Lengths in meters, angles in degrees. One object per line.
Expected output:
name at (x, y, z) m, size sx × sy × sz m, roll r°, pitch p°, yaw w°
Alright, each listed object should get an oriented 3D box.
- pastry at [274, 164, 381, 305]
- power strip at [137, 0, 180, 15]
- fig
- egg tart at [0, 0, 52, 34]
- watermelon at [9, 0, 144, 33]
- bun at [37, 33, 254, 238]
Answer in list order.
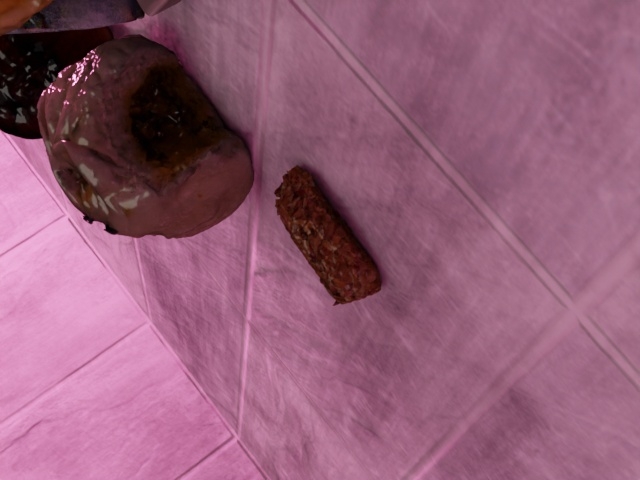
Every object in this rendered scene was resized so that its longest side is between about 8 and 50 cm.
pastry at (0.000, -0.001, 1.151) m, size 0.169 × 0.063 × 0.087 m, roll 54°, pitch 165°, yaw 0°
power strip at (-0.142, -0.292, 0.997) m, size 0.098 × 0.058 × 0.338 m, roll 58°, pitch 163°, yaw -10°
fig at (-0.402, -0.262, 1.473) m, size 0.263 × 0.224 × 0.224 m, roll 49°, pitch 163°, yaw 38°
egg tart at (-0.375, -0.372, 0.886) m, size 0.443 × 0.443 × 0.178 m, roll 60°, pitch -164°, yaw -17°
watermelon at (-0.377, -0.351, 1.246) m, size 0.322 × 0.188 × 0.175 m, roll 17°, pitch 122°, yaw 38°
bun at (-0.235, -0.113, 1.323) m, size 0.281 × 0.205 × 0.281 m, roll 49°, pitch 163°, yaw 20°
